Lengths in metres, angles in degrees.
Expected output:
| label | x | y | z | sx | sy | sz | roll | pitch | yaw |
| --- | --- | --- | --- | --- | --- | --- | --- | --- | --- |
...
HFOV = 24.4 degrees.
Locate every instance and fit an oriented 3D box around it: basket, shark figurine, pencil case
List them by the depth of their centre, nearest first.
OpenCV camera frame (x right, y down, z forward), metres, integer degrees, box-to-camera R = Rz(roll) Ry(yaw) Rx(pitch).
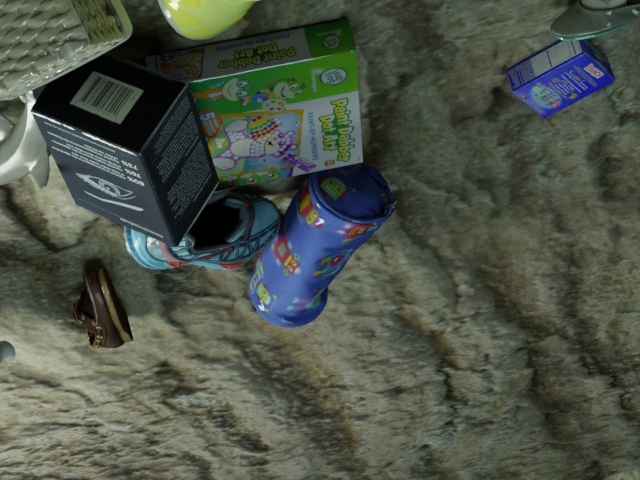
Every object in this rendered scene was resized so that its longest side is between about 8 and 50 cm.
| label | x | y | z | sx | sy | sz | roll | pitch | yaw |
| --- | --- | --- | --- | --- | --- | --- | --- | --- | --- |
| basket | -0.299 | -0.221 | 1.524 | 0.167 | 0.113 | 0.103 | -24 | -173 | 18 |
| shark figurine | -0.341 | -0.122 | 1.721 | 0.166 | 0.116 | 0.278 | -5 | 152 | -16 |
| pencil case | 0.000 | 0.000 | 2.057 | 0.133 | 0.119 | 0.306 | -20 | 158 | -33 |

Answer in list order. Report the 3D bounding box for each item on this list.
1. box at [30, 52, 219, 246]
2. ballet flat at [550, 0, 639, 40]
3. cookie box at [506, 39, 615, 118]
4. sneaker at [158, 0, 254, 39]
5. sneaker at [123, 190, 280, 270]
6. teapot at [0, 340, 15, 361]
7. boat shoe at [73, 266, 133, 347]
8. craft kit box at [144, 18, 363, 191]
| label | x | y | z | sx | sy | sz | roll | pitch | yaw |
| --- | --- | --- | --- | --- | --- | --- | --- | --- | --- |
| box | -0.222 | -0.107 | 1.718 | 0.153 | 0.108 | 0.207 | 23 | 155 | 18 |
| ballet flat | 0.374 | -0.294 | 1.758 | 0.213 | 0.072 | 0.068 | -13 | 123 | -1 |
| cookie box | 0.307 | -0.210 | 1.886 | 0.107 | 0.040 | 0.092 | -27 | 147 | 25 |
| sneaker | -0.061 | -0.312 | 1.460 | 0.145 | 0.147 | 0.384 | 3 | 148 | -29 |
| sneaker | -0.125 | -0.013 | 1.924 | 0.125 | 0.104 | 0.262 | -12 | 180 | 39 |
| teapot | -0.592 | 0.171 | 2.073 | 0.252 | 0.187 | 0.256 | -33 | 122 | -1 |
| boat shoe | -0.324 | 0.107 | 2.161 | 0.073 | 0.073 | 0.207 | -13 | 151 | -4 |
| craft kit box | -0.074 | -0.157 | 1.821 | 0.247 | 0.061 | 0.250 | -14 | 151 | -3 |
